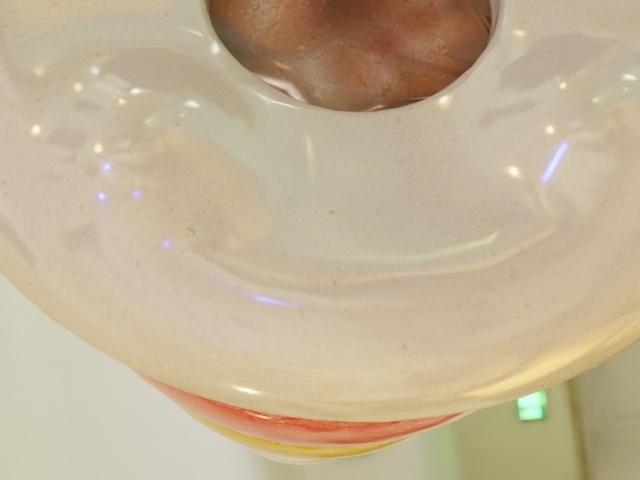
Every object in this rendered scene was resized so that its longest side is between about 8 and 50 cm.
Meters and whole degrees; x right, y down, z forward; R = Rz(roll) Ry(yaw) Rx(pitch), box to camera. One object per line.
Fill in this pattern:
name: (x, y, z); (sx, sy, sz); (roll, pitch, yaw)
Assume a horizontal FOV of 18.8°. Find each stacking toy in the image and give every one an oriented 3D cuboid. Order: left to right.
stacking toy: (0.000, 0.000, 0.927); (0.480, 0.350, 0.350); (97, 173, -61)
